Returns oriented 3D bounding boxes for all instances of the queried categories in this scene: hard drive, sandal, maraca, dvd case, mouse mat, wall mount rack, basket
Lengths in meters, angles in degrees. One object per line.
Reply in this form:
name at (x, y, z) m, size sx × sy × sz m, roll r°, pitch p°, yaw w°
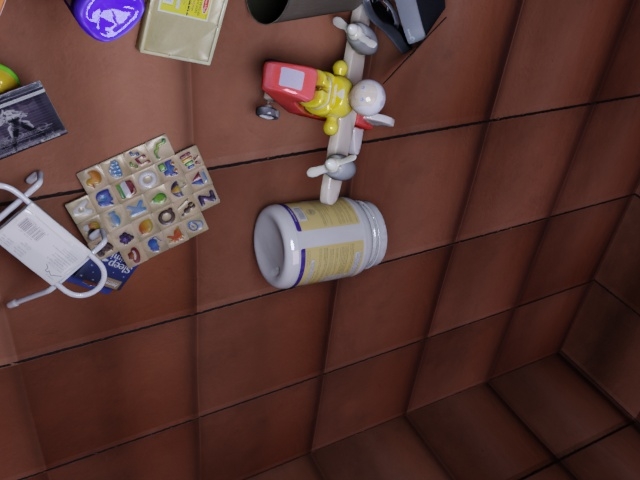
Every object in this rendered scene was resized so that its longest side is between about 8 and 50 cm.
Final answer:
hard drive at (0.240, -0.635, 1.541) m, size 0.172 × 0.054 × 0.254 m, roll -56°, pitch 142°, yaw -26°
sandal at (0.170, -0.564, 1.568) m, size 0.054 × 0.097 × 0.254 m, roll -25°, pitch 154°, yaw 26°
maraca at (-0.659, -0.284, 1.232) m, size 0.127 × 0.099 × 0.185 m, roll -3°, pitch 152°, yaw -30°
dvd case at (-0.615, -0.236, 1.264) m, size 0.165 × 0.018 × 0.221 m, roll -26°, pitch 172°, yaw -15°
mouse mat at (0.243, -0.492, 1.630) m, size 0.007 × 0.152 × 0.189 m, roll 42°, pitch 70°, yaw -6°
wall mount rack at (-0.673, 0.020, 1.425) m, size 0.304 × 0.130 × 0.350 m, roll -41°, pitch 124°, yaw -3°
basket at (-0.021, -0.570, 1.386) m, size 0.227 × 0.204 × 0.154 m, roll -17°, pitch 90°, yaw -32°

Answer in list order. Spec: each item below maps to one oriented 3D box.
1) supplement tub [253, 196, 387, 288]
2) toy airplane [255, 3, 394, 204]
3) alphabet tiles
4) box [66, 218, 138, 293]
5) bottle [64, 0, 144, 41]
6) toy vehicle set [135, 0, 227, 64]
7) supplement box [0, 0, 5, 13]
supplement tub at (0.000, 0.000, 1.811) m, size 0.331 × 0.241 × 0.241 m, roll -8°, pitch 128°, yaw -30°
toy airplane at (0.063, -0.335, 1.548) m, size 0.384 × 0.272 × 0.386 m, roll -44°, pitch 123°, yaw -30°
alphabet tiles at (-0.433, -0.093, 1.560) m, size 0.343 × 0.011 × 0.285 m, roll -28°, pitch 124°, yaw -13°
box at (-0.541, 0.049, 1.628) m, size 0.136 × 0.036 × 0.225 m, roll 28°, pitch 107°, yaw -44°
bottle at (-0.406, -0.452, 1.125) m, size 0.118 × 0.283 × 0.092 m, roll -40°, pitch 137°, yaw -1°
toy vehicle set at (-0.283, -0.518, 1.337) m, size 0.166 × 0.035 × 0.266 m, roll 2°, pitch 123°, yaw -36°
supplement box at (-0.669, -0.472, 1.079) m, size 0.233 × 0.078 × 0.080 m, roll 13°, pitch 116°, yaw -41°
